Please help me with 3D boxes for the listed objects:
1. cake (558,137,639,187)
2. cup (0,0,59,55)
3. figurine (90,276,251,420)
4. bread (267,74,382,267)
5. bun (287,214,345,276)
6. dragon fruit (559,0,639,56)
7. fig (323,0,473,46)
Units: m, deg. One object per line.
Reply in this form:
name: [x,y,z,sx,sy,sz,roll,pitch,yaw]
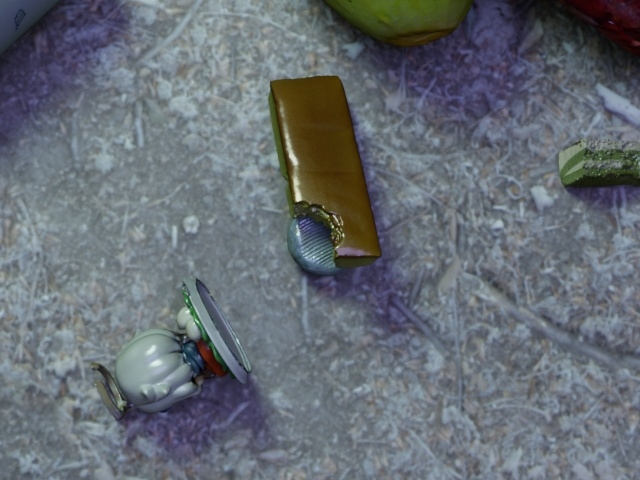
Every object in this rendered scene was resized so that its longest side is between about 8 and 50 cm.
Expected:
cake: [0.346,-0.090,1.597,0.140,0.055,0.051,-3,76,-12]
cup: [-0.396,-0.268,1.413,0.212,0.212,0.317,44,77,-1]
figurine: [-0.167,0.125,1.451,0.153,0.132,0.132,-30,87,1]
bread: [0.002,-0.073,1.502,0.088,0.049,0.226,-3,63,-14]
bun: [0.000,0.000,1.526,0.083,0.045,0.083,1,84,-11]
dragon fruit: [0.301,-0.333,1.566,0.286,0.228,0.329,-40,126,-16]
fig: [0.060,-0.365,1.495,0.258,0.258,0.326,-25,97,-13]
